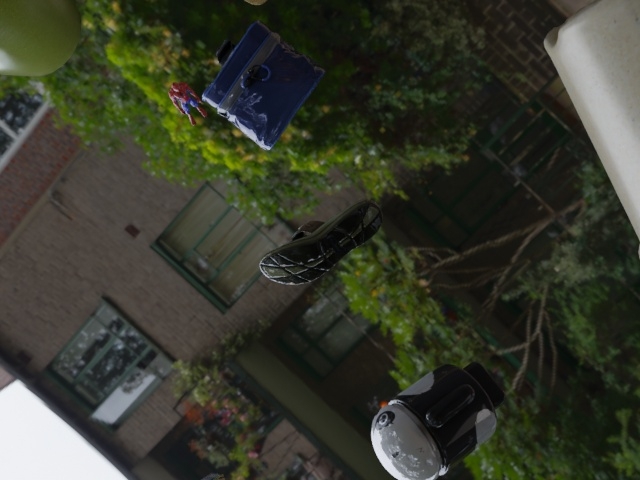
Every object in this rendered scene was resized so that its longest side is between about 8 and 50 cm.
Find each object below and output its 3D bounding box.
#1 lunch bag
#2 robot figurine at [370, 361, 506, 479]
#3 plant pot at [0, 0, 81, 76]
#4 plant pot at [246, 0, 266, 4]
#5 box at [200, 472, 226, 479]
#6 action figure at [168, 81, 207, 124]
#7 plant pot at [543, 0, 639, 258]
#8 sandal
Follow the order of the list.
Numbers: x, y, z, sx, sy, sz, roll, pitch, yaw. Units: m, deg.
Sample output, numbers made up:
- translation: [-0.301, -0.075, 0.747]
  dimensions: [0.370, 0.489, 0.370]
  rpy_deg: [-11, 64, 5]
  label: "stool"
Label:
- translation: [-0.041, -0.107, 0.466]
  dimensions: [0.065, 0.067, 0.098]
  rpy_deg: [36, -170, -7]
  label: "lunch bag"
- translation: [0.228, 0.351, 1.350]
  dimensions: [0.173, 0.278, 0.209]
  rpy_deg: [26, 139, 52]
  label: "robot figurine"
- translation: [-0.467, -0.341, 0.919]
  dimensions: [0.275, 0.275, 0.293]
  rpy_deg: [48, -173, 18]
  label: "plant pot"
- translation: [-0.088, -0.379, 0.745]
  dimensions: [0.236, 0.032, 0.237]
  rpy_deg: [-9, -90, -70]
  label: "plant pot"
- translation: [-0.233, 0.464, 1.167]
  dimensions: [0.168, 0.054, 0.059]
  rpy_deg: [-23, -92, -36]
  label: "box"
- translation: [-0.211, -0.220, 1.092]
  dimensions: [0.030, 0.038, 0.115]
  rpy_deg: [54, 179, 20]
  label: "action figure"
- translation: [0.389, -0.134, 0.647]
  dimensions: [0.306, 0.333, 0.334]
  rpy_deg: [55, -166, -3]
  label: "plant pot"
- translation: [0.002, 0.000, 1.567]
  dimensions: [0.120, 0.302, 0.086]
  rpy_deg: [60, 180, -39]
  label: "sandal"
